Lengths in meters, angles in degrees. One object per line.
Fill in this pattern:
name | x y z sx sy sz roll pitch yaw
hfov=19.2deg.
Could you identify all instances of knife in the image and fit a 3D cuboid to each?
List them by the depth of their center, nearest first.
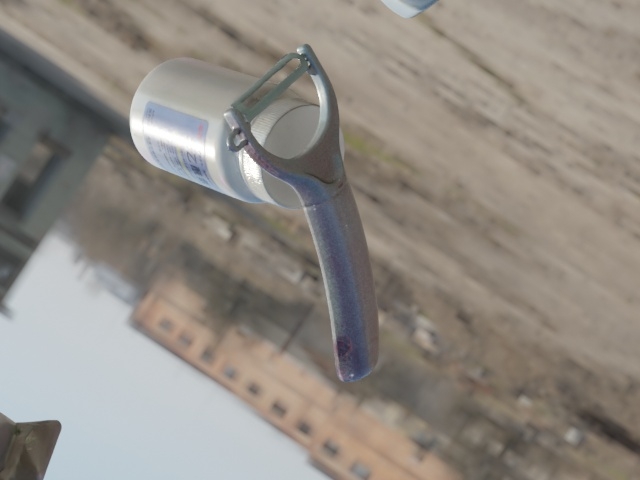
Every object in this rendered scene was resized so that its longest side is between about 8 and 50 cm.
knife | 0.002 0.001 1.446 0.053 0.123 0.278 8 127 39

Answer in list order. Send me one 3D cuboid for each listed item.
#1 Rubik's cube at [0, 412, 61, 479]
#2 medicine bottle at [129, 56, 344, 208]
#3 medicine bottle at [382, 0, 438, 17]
Rubik's cube | -0.453 0.321 2.000 0.387 0.358 0.368 -4 127 15
medicine bottle | -0.071 -0.090 1.598 0.187 0.102 0.103 22 170 47
medicine bottle | 0.065 -0.404 2.119 0.296 0.161 0.111 50 171 -6
